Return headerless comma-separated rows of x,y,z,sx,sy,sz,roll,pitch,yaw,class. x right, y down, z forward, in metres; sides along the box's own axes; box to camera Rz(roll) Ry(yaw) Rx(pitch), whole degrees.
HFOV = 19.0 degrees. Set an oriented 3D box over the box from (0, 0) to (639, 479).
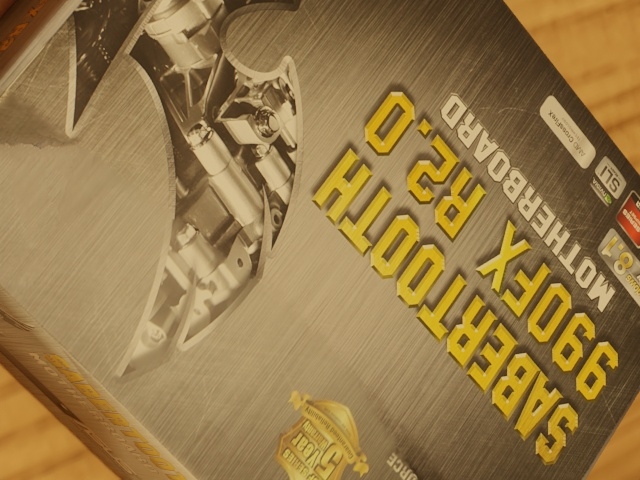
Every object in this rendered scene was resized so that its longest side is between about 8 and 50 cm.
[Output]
0.000,0.000,0.577,0.231,0.056,0.183,49,63,-24,box
